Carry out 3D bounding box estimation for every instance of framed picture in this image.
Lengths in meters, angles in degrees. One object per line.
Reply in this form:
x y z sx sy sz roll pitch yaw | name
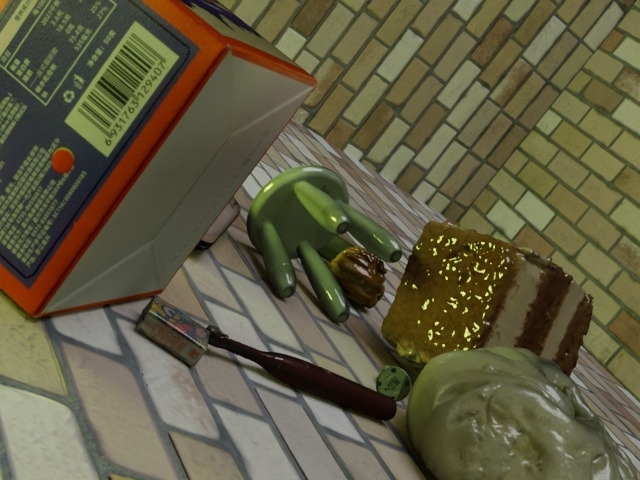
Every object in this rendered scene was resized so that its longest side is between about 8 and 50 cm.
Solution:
0.012 0.005 2.049 0.201 0.010 0.136 32 -24 -24 | framed picture

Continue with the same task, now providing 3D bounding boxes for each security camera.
0.114 0.223 1.620 0.058 0.058 0.092 39 -1 8 | security camera

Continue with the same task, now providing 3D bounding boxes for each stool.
0.000 0.000 1.765 0.195 0.195 0.198 27 18 -45 | stool

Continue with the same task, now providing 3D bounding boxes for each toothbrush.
-0.022 0.178 1.375 0.364 0.041 0.041 28 15 -40 | toothbrush

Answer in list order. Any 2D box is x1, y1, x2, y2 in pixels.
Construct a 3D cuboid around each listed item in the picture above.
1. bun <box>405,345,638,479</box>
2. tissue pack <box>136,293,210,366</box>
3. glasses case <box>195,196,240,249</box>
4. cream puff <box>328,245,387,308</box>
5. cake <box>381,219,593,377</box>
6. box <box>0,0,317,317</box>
0.296 0.287 1.482 0.360 0.211 0.359 37 12 -9 | bun
-0.172 0.105 1.211 0.083 0.035 0.063 37 11 -11 | tissue pack
-0.199 -0.054 1.658 0.122 0.075 0.314 40 11 -3 | glasses case
0.072 0.064 1.977 0.119 0.104 0.133 26 14 -23 | cream puff
0.286 0.142 1.793 0.290 0.282 0.256 28 -7 -39 | cake
-0.237 -0.134 1.163 0.257 0.348 0.318 40 13 10 | box
